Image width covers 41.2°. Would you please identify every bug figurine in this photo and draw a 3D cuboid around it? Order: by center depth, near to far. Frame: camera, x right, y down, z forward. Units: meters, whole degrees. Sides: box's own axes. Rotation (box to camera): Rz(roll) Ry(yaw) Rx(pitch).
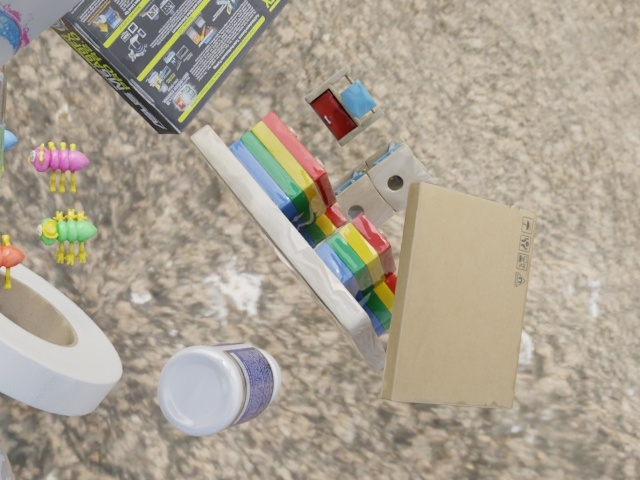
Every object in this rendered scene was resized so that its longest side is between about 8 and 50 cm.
[{"bbox_3d":[-0.465,-0.068,1.327,0.216,0.072,0.278,-3,76,-24],"label":"bug figurine"}]

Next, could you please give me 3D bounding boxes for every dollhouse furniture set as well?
[{"bbox_3d":[0.040,-0.117,1.121,0.129,0.129,0.183,-37,99,9],"label":"dollhouse furniture set"}]

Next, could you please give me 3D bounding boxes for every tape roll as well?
[{"bbox_3d":[-0.491,0.127,1.353,0.392,0.392,0.072,39,92,-9],"label":"tape roll"}]

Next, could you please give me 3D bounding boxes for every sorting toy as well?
[{"bbox_3d":[0.000,0.000,0.920,0.089,0.255,0.257,-39,71,-4],"label":"sorting toy"}]

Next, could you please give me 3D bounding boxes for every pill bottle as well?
[{"bbox_3d":[-0.170,0.259,1.533,0.153,0.265,0.153,-1,85,16],"label":"pill bottle"}]

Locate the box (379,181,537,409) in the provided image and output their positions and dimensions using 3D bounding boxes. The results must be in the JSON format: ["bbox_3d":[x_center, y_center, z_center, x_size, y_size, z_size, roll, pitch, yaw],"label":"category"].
[{"bbox_3d":[0.136,0.057,0.813,0.165,0.021,0.201,12,85,-35],"label":"box"}]

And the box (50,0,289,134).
[{"bbox_3d":[-0.160,-0.288,0.949,0.216,0.060,0.270,46,71,-32],"label":"box"}]

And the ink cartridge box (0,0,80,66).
[{"bbox_3d":[-0.181,-0.137,0.369,0.127,0.072,0.175,39,65,1],"label":"ink cartridge box"}]

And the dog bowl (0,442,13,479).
[{"bbox_3d":[-0.650,0.412,1.358,0.349,0.102,0.348,-1,86,12],"label":"dog bowl"}]

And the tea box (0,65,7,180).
[{"bbox_3d":[-0.380,-0.062,0.677,0.220,0.329,0.323,0,125,-25],"label":"tea box"}]
